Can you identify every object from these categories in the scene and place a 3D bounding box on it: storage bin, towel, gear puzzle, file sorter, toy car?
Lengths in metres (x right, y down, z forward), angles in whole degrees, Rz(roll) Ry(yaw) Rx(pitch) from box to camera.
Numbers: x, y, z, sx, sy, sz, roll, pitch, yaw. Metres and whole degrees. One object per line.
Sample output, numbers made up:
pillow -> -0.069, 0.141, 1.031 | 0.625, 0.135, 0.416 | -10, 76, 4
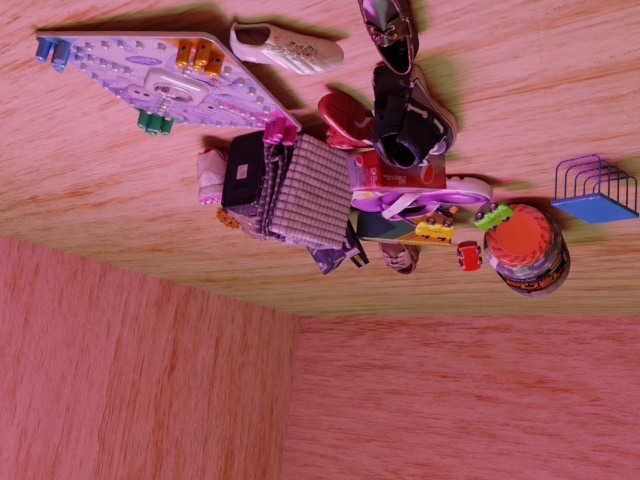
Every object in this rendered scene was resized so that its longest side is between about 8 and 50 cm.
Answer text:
storage bin -> -0.154, -0.153, 1.711 | 0.122, 0.180, 0.084 | -5, 160, 41
towel -> -0.035, -0.105, 1.655 | 0.121, 0.235, 0.284 | 14, -179, 31
gear puzzle -> -0.198, -0.068, 2.296 | 0.339, 0.044, 0.175 | -1, 139, 42
file sorter -> 0.621, -0.113, 1.647 | 0.170, 0.104, 0.118 | 17, 162, -37
toy car -> 0.386, -0.037, 1.848 | 0.239, 0.053, 0.225 | 34, 127, -29

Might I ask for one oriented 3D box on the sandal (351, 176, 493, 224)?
sandal -> 0.243, -0.095, 1.908 | 0.416, 0.102, 0.169 | -5, 161, 41

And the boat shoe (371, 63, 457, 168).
boat shoe -> 0.178, -0.197, 1.416 | 0.127, 0.158, 0.340 | 0, 164, 28

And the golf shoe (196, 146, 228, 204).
golf shoe -> -0.243, -0.171, 1.863 | 0.115, 0.140, 0.306 | -12, -174, 4

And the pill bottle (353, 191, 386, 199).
pill bottle -> 0.116, -0.139, 1.873 | 0.065, 0.065, 0.116 | 18, 162, -38

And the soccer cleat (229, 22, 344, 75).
soccer cleat -> -0.058, -0.324, 1.226 | 0.196, 0.068, 0.076 | 9, 163, 5

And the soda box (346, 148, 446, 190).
soda box -> 0.175, -0.150, 1.621 | 0.092, 0.083, 0.263 | -4, 179, 41

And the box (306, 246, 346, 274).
box -> 0.000, 0.000, 2.267 | 0.059, 0.183, 0.232 | -30, 173, -14

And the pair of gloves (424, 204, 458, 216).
pair of gloves -> 0.326, -0.082, 1.992 | 0.074, 0.010, 0.083 | 36, 124, -2

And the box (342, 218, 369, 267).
box -> 0.072, -0.026, 2.120 | 0.045, 0.184, 0.191 | -29, 160, 6

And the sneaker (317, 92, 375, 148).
sneaker -> 0.037, -0.230, 1.509 | 0.128, 0.087, 0.221 | -6, 160, 38

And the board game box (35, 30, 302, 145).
board game box -> -0.286, -0.287, 1.427 | 0.390, 0.050, 0.390 | 7, 167, 24

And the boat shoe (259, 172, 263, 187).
boat shoe -> -0.115, -0.135, 1.938 | 0.092, 0.102, 0.285 | 8, 161, 14

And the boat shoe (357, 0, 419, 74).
boat shoe -> 0.107, -0.327, 1.113 | 0.073, 0.073, 0.207 | 1, 164, 26

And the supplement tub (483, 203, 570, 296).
supplement tub -> 0.571, 0.027, 2.022 | 0.207, 0.207, 0.338 | 0, 165, 25

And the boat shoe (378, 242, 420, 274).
boat shoe -> 0.261, 0.038, 2.403 | 0.123, 0.116, 0.324 | 1, 165, 24

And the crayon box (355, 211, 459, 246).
crayon box -> 0.274, -0.029, 2.129 | 0.319, 0.081, 0.202 | 5, 178, 10
